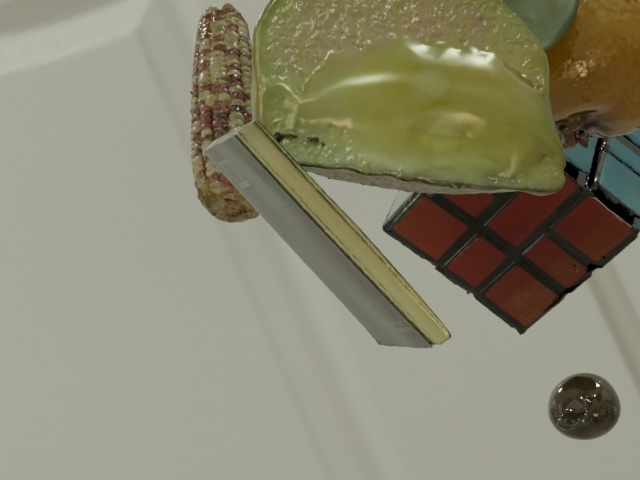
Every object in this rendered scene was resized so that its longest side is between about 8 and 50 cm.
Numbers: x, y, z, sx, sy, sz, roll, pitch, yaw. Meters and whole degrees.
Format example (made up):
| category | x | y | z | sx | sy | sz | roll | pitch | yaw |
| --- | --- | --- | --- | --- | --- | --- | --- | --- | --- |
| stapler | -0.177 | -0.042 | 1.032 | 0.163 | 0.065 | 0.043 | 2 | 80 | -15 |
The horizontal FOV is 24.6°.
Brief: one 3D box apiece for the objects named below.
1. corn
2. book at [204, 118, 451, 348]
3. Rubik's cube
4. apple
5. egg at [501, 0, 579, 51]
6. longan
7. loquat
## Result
| category | x | y | z | sx | sy | sz | roll | pitch | yaw |
| --- | --- | --- | --- | --- | --- | --- | --- | --- | --- |
| corn | -0.093 | -0.132 | 1.478 | 0.079 | 0.237 | 0.079 | -3 | -24 | -1 |
| book | 0.000 | 0.000 | 1.183 | 0.024 | 0.228 | 0.160 | -45 | 9 | -13 |
| Rubik's cube | 0.304 | -0.092 | 2.169 | 0.293 | 0.283 | 0.288 | -43 | 12 | 39 |
| apple | 0.068 | -0.131 | 1.238 | 0.265 | 0.193 | 0.120 | 5 | -13 | -9 |
| egg | 0.163 | -0.255 | 1.391 | 0.192 | 0.149 | 0.149 | 37 | -48 | -27 |
| longan | 0.376 | 0.241 | 2.102 | 0.106 | 0.106 | 0.119 | -30 | 0 | 33 |
| loquat | 0.275 | -0.202 | 1.543 | 0.208 | 0.208 | 0.208 | -23 | -9 | -4 |
